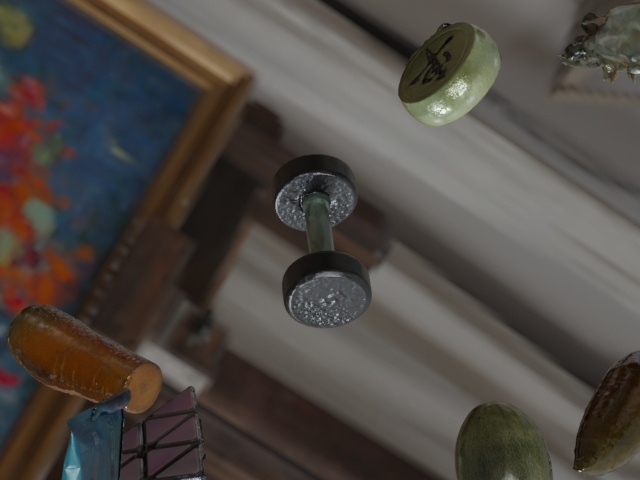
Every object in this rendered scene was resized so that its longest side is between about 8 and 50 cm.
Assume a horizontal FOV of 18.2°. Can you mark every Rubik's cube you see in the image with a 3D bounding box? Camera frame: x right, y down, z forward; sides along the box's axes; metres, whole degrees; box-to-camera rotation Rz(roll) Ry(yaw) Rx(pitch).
[{"bbox_3d":[-0.205,0.243,2.117,0.211,0.178,0.190,90,-5,-47],"label":"Rubik's cube"}]

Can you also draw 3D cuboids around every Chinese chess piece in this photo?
[{"bbox_3d":[0.095,-0.124,1.483,0.084,0.034,0.084,-37,-151,25],"label":"Chinese chess piece"}]

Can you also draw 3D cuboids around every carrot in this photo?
[{"bbox_3d":[-0.269,0.138,2.249,0.087,0.193,0.087,-39,144,-36],"label":"carrot"}]

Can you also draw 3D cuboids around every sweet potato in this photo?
[{"bbox_3d":[0.319,0.157,1.920,0.346,0.079,0.108,1,117,-61],"label":"sweet potato"}]

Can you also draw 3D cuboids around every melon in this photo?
[{"bbox_3d":[0.186,0.228,2.034,0.098,0.098,0.130,169,-89,-76],"label":"melon"}]

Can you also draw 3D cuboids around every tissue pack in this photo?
[{"bbox_3d":[-0.161,0.179,1.412,0.085,0.028,0.138,-32,131,-66],"label":"tissue pack"}]

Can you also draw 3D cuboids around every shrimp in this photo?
[{"bbox_3d":[0.384,-0.160,2.045,0.360,0.247,0.085,14,-126,47],"label":"shrimp"}]

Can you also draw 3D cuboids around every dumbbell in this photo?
[{"bbox_3d":[0.000,0.000,2.250,0.100,0.100,0.191,-50,-147,37],"label":"dumbbell"}]
